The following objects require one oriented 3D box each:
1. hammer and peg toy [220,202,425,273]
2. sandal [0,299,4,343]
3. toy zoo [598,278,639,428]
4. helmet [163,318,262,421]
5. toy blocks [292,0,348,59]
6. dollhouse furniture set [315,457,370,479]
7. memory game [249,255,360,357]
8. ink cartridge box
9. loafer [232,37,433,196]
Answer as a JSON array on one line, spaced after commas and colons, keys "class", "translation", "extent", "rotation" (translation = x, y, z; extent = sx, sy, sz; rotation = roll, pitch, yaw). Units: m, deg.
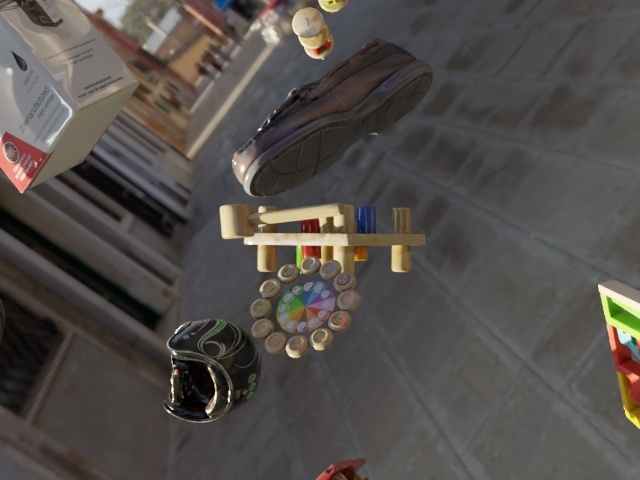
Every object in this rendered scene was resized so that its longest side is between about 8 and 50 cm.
[{"class": "hammer and peg toy", "translation": [0.000, 0.000, 1.717], "extent": [0.265, 0.361, 0.128], "rotation": [1, 90, 38]}, {"class": "sandal", "translation": [-0.381, 0.135, 0.938], "extent": [0.054, 0.097, 0.255], "rotation": [-105, 34, -54]}, {"class": "toy zoo", "translation": [0.522, 0.219, 1.448], "extent": [0.030, 0.293, 0.192], "rotation": [-20, 18, -11]}, {"class": "helmet", "translation": [-0.177, 0.205, 1.515], "extent": [0.169, 0.169, 0.161], "rotation": [-49, 0, 22]}, {"class": "toy blocks", "translation": [0.009, -0.377, 1.597], "extent": [0.123, 0.054, 0.148], "rotation": [-62, -13, -2]}, {"class": "dollhouse furniture set", "translation": [-0.016, 0.552, 1.524], "extent": [0.374, 0.201, 0.152], "rotation": [-46, -22, 8]}, {"class": "memory game", "translation": [-0.026, 0.101, 1.456], "extent": [0.186, 0.012, 0.186], "rotation": [-13, 49, 15]}, {"class": "ink cartridge box", "translation": [-0.383, -0.230, 1.159], "extent": [0.114, 0.273, 0.197], "rotation": [-38, -2, -45]}, {"class": "loafer", "translation": [0.004, -0.153, 1.119], "extent": [0.302, 0.095, 0.109], "rotation": [-33, -22, -30]}]
